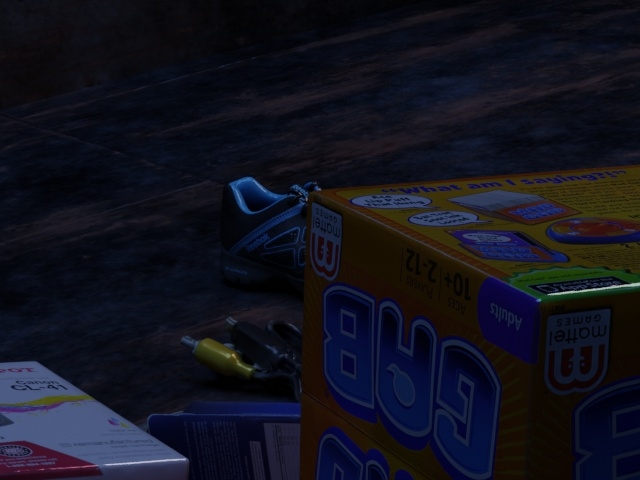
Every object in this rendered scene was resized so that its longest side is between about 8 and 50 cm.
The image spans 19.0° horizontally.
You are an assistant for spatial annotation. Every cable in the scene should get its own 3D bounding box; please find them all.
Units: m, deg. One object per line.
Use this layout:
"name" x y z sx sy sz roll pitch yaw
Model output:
"cable" -0.035 0.163 2.222 0.139 0.072 0.287 0 23 -38

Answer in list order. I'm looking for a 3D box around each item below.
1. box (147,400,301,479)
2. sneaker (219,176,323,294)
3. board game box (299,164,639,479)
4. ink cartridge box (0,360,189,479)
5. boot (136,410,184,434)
"box" -0.053 0.224 1.871 0.225 0.136 0.036 -1 20 17
"sneaker" 0.000 0.000 2.514 0.341 0.139 0.125 7 21 33
"board game box" 0.218 0.154 1.563 0.357 0.356 0.356 -5 16 -26
"ink cartridge box" -0.304 0.225 1.865 0.226 0.131 0.306 0 16 -38
"boot" -0.227 0.210 2.101 0.190 0.076 0.208 -13 13 -24
